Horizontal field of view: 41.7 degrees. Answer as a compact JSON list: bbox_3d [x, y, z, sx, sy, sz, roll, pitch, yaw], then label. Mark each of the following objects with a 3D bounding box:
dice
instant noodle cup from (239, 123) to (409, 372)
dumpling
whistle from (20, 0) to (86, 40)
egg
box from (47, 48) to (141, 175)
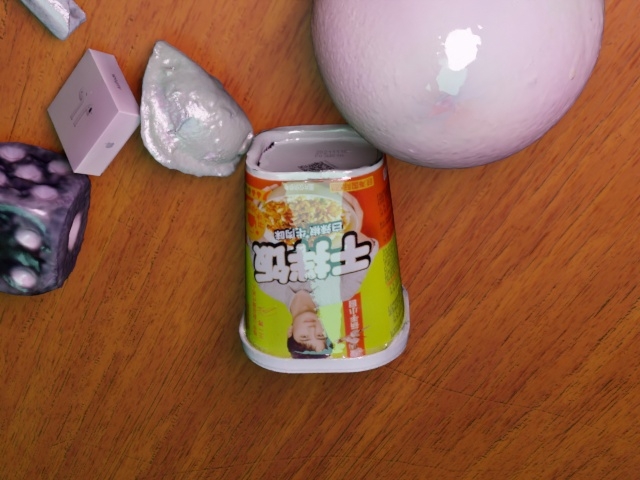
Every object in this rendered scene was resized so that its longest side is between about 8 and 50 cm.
[{"bbox_3d":[-0.469,-0.035,1.317,0.183,0.181,0.182,16,122,-6],"label":"dice"},{"bbox_3d":[0.000,0.000,1.268,0.294,0.294,0.307,-1,117,5],"label":"instant noodle cup"},{"bbox_3d":[-0.185,-0.183,1.211,0.105,0.149,0.216,-27,114,25],"label":"dumpling"},{"bbox_3d":[-0.444,-0.404,1.134,0.062,0.062,0.312,-32,117,23],"label":"whistle"},{"bbox_3d":[0.156,-0.234,0.993,0.355,0.339,0.354,6,129,7],"label":"egg"},{"bbox_3d":[-0.331,-0.187,1.234,0.051,0.130,0.129,4,139,-50],"label":"box"}]
